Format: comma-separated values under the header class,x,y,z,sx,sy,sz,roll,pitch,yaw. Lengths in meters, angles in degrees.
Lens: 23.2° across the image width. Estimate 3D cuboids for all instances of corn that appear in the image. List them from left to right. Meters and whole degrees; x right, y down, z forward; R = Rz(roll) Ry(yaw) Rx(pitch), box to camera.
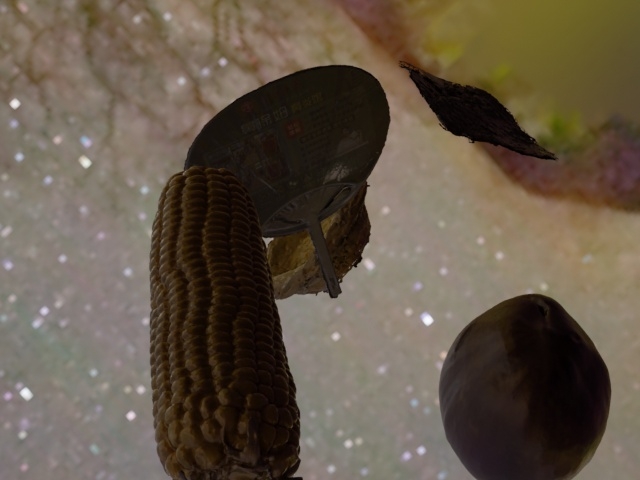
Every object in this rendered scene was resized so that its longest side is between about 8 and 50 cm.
class,x,y,z,sx,sy,sz,roll,pitch,yaw
corn,-0.079,0.065,1.139,0.106,0.106,0.305,36,-151,-38

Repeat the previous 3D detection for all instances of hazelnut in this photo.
class,x,y,z,sx,sy,sz,roll,pitch,yaw
hazelnut,0.254,0.181,1.851,0.218,0.218,0.234,36,-150,-38

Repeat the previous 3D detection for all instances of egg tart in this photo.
class,x,y,z,sx,sy,sz,roll,pitch,yaw
egg tart,0.002,0.000,2.106,0.090,0.212,0.212,35,-160,-18

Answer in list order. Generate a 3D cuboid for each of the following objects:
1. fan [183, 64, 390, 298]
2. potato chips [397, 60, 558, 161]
class,x,y,z,sx,sy,sz,roll,pitch,yaw
fan,-0.043,-0.054,1.621,0.223,0.294,0.012,-2,-144,-28
potato chips,0.177,-0.143,1.783,0.209,0.026,0.142,40,-149,15
